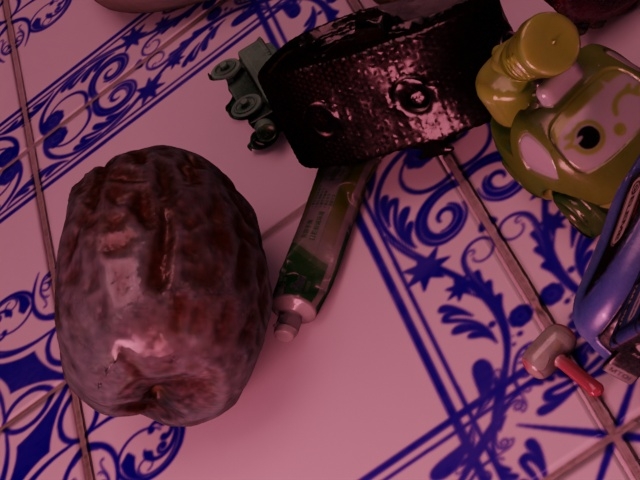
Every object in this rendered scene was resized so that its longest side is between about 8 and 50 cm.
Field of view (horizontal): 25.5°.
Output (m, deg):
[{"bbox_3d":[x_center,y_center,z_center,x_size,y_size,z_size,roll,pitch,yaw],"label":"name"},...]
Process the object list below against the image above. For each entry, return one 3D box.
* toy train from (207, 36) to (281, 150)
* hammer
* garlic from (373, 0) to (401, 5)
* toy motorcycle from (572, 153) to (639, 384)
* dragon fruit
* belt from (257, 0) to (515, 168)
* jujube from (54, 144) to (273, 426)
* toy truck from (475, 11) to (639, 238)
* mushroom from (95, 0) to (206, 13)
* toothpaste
[{"bbox_3d":[-0.069,-0.177,1.694,0.099,0.070,0.172,-30,39,0],"label":"toy train"},{"bbox_3d":[0.211,0.107,1.202,0.052,0.031,0.083,-48,44,-1],"label":"hammer"},{"bbox_3d":[0.105,-0.411,1.651,0.279,0.132,0.325,16,64,3],"label":"garlic"},{"bbox_3d":[0.318,-0.045,1.107,0.359,0.125,0.212,-63,3,-21],"label":"toy motorcycle"},{"bbox_3d":[0.278,-0.264,1.455,0.147,0.096,0.102,-17,46,-15],"label":"dragon fruit"},{"bbox_3d":[0.084,-0.160,1.472,0.289,0.164,0.184,-9,23,39],"label":"belt"},{"bbox_3d":[-0.159,0.039,1.439,0.215,0.246,0.308,0,50,-8],"label":"jujube"},{"bbox_3d":[0.219,-0.126,1.288,0.148,0.210,0.187,-45,19,-2],"label":"toy truck"},{"bbox_3d":[-0.234,-0.397,2.005,0.397,0.126,0.177,-3,43,41],"label":"mushroom"},{"bbox_3d":[0.000,0.000,1.482,0.078,0.047,0.248,0,52,27],"label":"toothpaste"}]
